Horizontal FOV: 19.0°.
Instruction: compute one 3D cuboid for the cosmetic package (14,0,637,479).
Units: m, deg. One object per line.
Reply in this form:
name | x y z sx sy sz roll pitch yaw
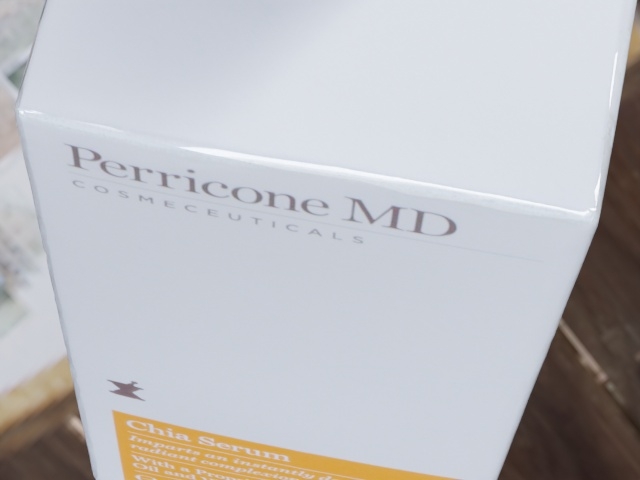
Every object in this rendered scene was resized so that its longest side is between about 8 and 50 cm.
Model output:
cosmetic package | 0.000 0.000 0.934 0.453 0.230 0.161 94 -172 -64
